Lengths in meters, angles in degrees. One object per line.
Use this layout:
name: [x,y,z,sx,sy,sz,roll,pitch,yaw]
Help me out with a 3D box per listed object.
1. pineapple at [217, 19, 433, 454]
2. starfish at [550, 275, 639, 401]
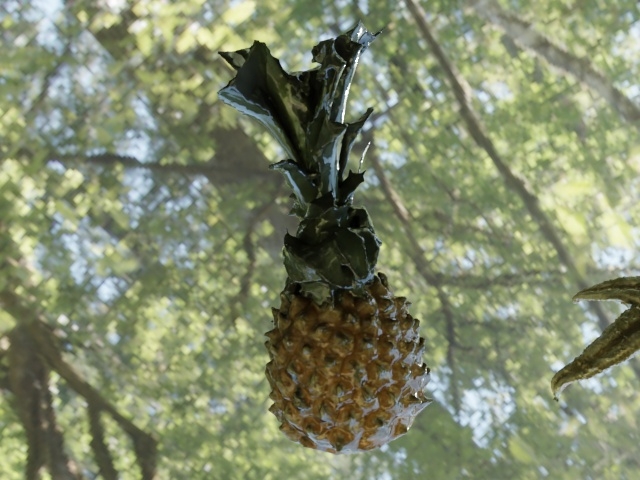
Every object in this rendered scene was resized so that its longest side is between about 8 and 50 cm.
pineapple: [0.000,0.000,0.804,0.119,0.277,0.130,7,-157,41]
starfish: [0.335,0.081,1.113,0.247,0.050,0.138,-3,-134,22]
